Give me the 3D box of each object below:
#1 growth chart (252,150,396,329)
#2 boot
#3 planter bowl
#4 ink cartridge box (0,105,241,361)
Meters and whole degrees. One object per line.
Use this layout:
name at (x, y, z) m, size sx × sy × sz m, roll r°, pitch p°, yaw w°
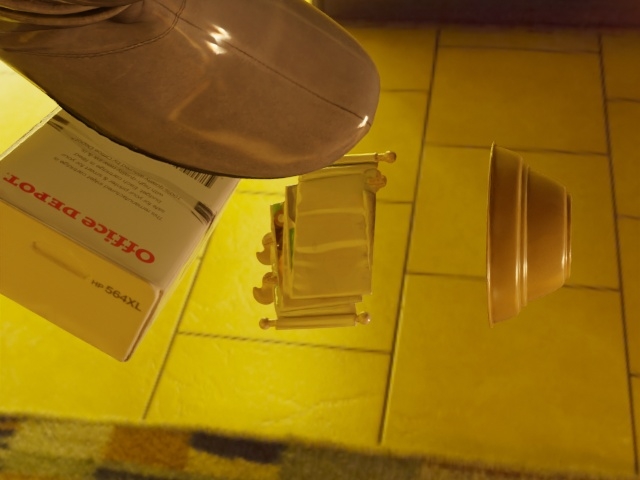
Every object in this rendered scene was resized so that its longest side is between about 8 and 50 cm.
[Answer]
growth chart at (0.000, 0.000, 1.156) m, size 0.172 × 0.021 × 0.237 m, roll 4°, pitch 82°, yaw 24°
boot at (-0.088, -0.103, 0.383) m, size 0.338 × 0.118 × 0.223 m, roll 20°, pitch 1°, yaw -24°
planter bowl at (0.242, -0.006, 1.057) m, size 0.090 × 0.217 × 0.217 m, roll 2°, pitch 44°, yaw 14°
ink cartridge box at (-0.159, -0.026, 0.705) m, size 0.148 × 0.086 × 0.203 m, roll 30°, pitch 35°, yaw -3°
